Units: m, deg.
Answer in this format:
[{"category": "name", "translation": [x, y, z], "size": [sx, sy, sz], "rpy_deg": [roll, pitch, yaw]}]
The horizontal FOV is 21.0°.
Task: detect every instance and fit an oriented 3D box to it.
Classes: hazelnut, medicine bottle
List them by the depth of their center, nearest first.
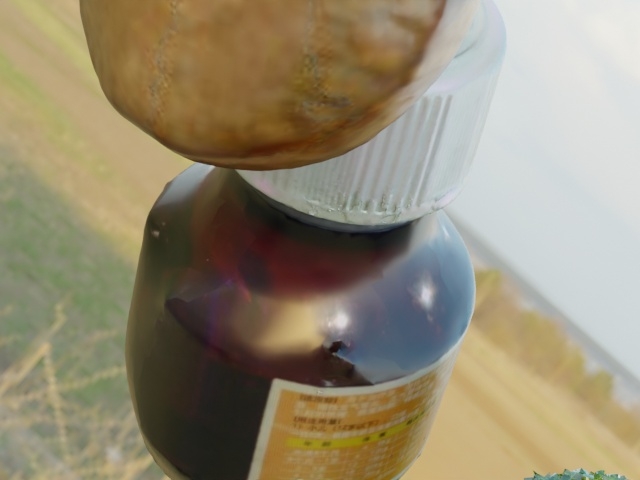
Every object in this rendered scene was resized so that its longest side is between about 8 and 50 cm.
[{"category": "hazelnut", "translation": [-0.010, -0.133, 0.774], "size": [0.176, 0.214, 0.214], "rpy_deg": [37, 2, 13]}, {"category": "medicine bottle", "translation": [0.000, 0.000, 1.158], "size": [0.242, 0.242, 0.395], "rpy_deg": [42, -39, 22]}]

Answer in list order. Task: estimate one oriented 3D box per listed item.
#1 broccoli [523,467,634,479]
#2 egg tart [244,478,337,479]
[{"category": "broccoli", "translation": [0.234, 0.343, 1.260], "size": [0.321, 0.413, 0.310], "rpy_deg": [20, -34, 45]}, {"category": "egg tart", "translation": [0.017, 0.248, 0.840], "size": [0.291, 0.107, 0.290], "rpy_deg": [13, 46, -14]}]
